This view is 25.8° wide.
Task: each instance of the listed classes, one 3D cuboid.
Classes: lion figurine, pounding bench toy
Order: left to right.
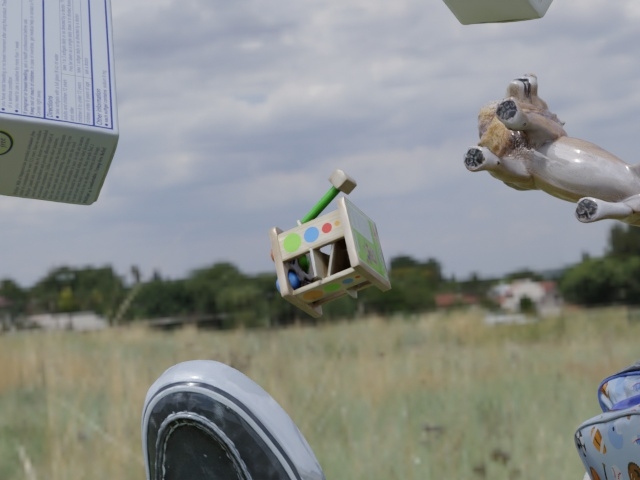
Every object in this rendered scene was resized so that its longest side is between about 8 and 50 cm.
[{"bbox_3d":[0.000,0.000,0.938,0.065,0.083,0.052,-22,-28,19],"label":"pounding bench toy"},{"bbox_3d":[0.337,-0.087,1.751,0.392,0.142,0.240,35,13,31],"label":"lion figurine"}]

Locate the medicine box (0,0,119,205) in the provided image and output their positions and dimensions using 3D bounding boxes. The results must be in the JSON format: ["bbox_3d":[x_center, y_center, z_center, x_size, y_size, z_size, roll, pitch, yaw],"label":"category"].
[{"bbox_3d":[-0.415,-0.203,1.774,0.289,0.263,0.149,7,-40,-20],"label":"medicine box"}]

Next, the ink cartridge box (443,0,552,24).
[{"bbox_3d":[0.149,-0.298,1.071,0.092,0.218,0.158,5,-32,50],"label":"ink cartridge box"}]

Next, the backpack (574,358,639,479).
[{"bbox_3d":[0.384,0.216,1.290,0.213,0.263,0.276,-32,-4,-15],"label":"backpack"}]

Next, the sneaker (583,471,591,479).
[{"bbox_3d":[0.431,0.324,1.506,0.302,0.108,0.121,17,-32,42],"label":"sneaker"}]

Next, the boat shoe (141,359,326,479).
[{"bbox_3d":[-0.048,0.228,0.854,0.113,0.306,0.105,-9,10,20],"label":"boat shoe"}]
